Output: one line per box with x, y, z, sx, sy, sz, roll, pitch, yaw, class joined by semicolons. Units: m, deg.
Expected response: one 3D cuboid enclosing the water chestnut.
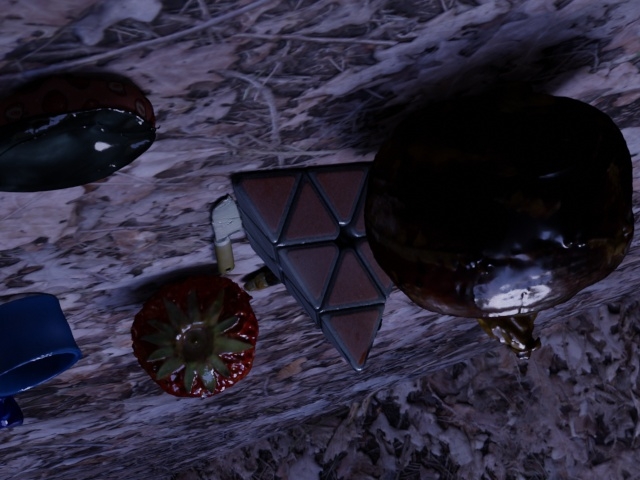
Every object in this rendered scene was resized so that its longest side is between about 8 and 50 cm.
0.221;-0.011;1.492;0.335;0.347;0.335;-7;-151;4;water chestnut

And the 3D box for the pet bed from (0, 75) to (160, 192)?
-0.257;-0.099;1.199;0.201;0.054;0.201;-15;165;-4;pet bed

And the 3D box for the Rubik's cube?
0.002;-0.001;1.643;0.229;0.233;0.228;-60;167;-59;Rubik's cube

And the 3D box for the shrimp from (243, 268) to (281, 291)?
-0.057;0.051;1.986;0.161;0.034;0.091;-21;177;39;shrimp

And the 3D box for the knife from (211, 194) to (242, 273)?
-0.131;-0.010;1.712;0.047;0.017;0.298;-17;161;-7;knife

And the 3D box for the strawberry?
-0.200;0.143;1.934;0.205;0.205;0.244;-16;-174;-3;strawberry

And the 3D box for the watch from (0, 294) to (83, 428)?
-0.453;0.174;1.781;0.200;0.171;0.196;-30;176;4;watch
